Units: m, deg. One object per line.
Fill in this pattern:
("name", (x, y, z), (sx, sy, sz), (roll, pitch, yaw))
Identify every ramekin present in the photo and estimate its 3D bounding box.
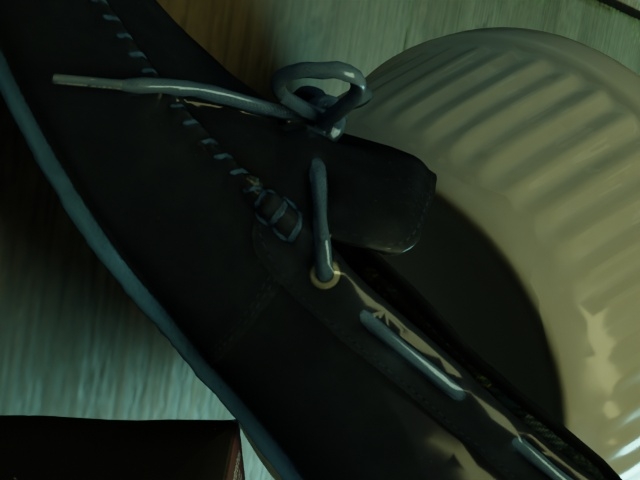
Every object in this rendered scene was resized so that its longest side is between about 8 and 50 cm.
("ramekin", (0.051, 0.030, 0.491), (0.109, 0.207, 0.207), (-26, 125, -44))

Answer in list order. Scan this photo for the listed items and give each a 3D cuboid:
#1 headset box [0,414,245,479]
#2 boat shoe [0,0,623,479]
("headset box", (-0.076, 0.203, 0.340), (0.218, 0.110, 0.293), (-83, 171, -63))
("boat shoe", (0.000, 0.000, 0.386), (0.258, 0.089, 0.109), (52, 14, -16))
